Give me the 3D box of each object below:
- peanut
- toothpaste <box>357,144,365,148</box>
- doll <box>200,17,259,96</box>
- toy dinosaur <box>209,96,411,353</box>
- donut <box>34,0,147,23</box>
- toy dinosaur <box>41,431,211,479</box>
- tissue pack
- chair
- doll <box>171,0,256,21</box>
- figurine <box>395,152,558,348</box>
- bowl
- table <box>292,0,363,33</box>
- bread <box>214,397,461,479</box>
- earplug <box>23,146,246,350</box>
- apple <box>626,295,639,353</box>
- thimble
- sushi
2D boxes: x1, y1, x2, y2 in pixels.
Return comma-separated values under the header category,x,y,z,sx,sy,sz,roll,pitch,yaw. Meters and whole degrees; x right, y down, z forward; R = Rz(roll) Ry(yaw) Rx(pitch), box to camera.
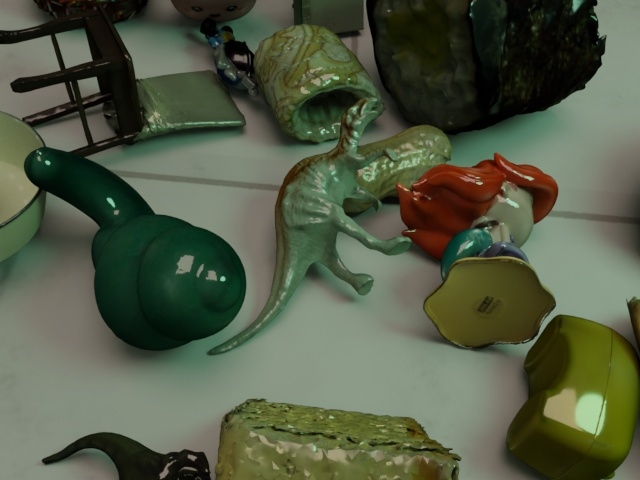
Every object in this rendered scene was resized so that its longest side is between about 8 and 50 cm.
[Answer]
category,x,y,z,sx,sy,sz,roll,pitch,yaw
peanut,0.099,-0.102,1.097,0.214,0.098,0.090,-20,19,-20
toothpaste,0.109,-0.138,1.170,0.140,0.021,0.037,-3,52,-8
doll,-0.141,-0.299,1.239,0.096,0.070,0.195,6,41,-39
toy dinosaur,0.000,0.000,0.976,0.205,0.092,0.393,39,87,22
donut,-0.407,-0.460,1.325,0.235,0.089,0.235,4,51,-5
toy dinosaur,-0.199,0.272,0.756,0.179,0.087,0.187,-2,50,-11
tissue pack,0.299,0.184,0.864,0.127,0.123,0.178,22,51,6
chair,-0.279,-0.233,1.099,0.319,0.186,0.160,-19,49,-18
doll,-0.184,-0.486,1.254,0.284,0.268,0.216,-3,90,-6
figurine,0.208,-0.013,0.988,0.208,0.181,0.257,-11,39,21
bowl,-0.457,-0.050,0.960,0.238,0.126,0.237,3,51,-4
table,0.001,-0.495,1.320,0.122,0.240,0.111,-13,35,-18
bread,0.009,0.323,0.756,0.248,0.279,0.315,9,93,1
earplug,-0.202,0.006,0.890,0.280,0.257,0.164,9,24,40
apple,0.539,0.123,0.870,0.309,0.252,0.314,2,32,-50
thimble,0.000,-0.244,1.170,0.190,0.137,0.143,-8,52,-28
sushi,0.247,-0.331,1.174,0.294,0.281,0.299,-25,47,-24
